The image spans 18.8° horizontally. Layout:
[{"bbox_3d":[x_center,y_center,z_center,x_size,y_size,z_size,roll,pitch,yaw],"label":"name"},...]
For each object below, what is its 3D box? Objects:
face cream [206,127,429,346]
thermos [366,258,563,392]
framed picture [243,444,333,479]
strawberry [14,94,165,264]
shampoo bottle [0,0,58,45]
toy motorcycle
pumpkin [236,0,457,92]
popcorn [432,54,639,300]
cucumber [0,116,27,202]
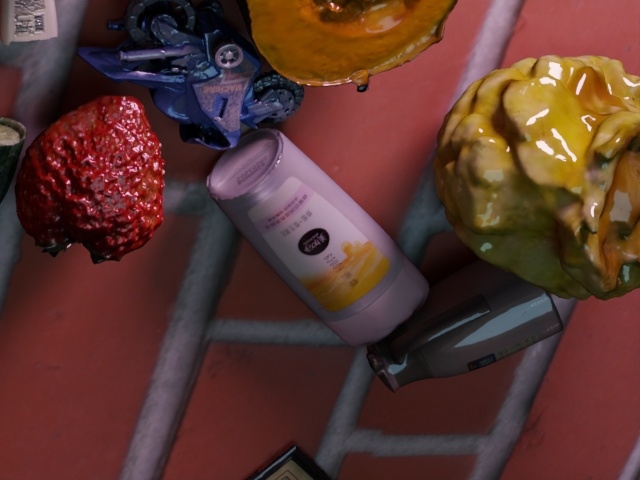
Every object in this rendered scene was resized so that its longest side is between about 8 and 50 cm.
[{"bbox_3d":[0.000,0.000,1.852,0.107,0.073,0.269,-34,133,10],"label":"face cream"},{"bbox_3d":[0.136,0.084,1.951,0.193,0.105,0.137,-26,172,0],"label":"thermos"},{"bbox_3d":[-0.053,0.326,2.102,0.199,0.010,0.195,-39,132,4],"label":"framed picture"},{"bbox_3d":[-0.200,-0.056,1.684,0.131,0.131,0.148,-2,102,-26],"label":"strawberry"},{"bbox_3d":[-0.241,-0.228,1.587,0.049,0.034,0.141,-6,126,-14],"label":"shampoo bottle"},{"bbox_3d":[-0.109,-0.144,1.695,0.114,0.076,0.205,-43,131,16],"label":"toy motorcycle"},{"bbox_3d":[-0.025,-0.223,1.664,0.278,0.111,0.163,3,131,-34],"label":"pumpkin"},{"bbox_3d":[0.241,-0.055,1.831,0.224,0.270,0.258,-58,172,20],"label":"popcorn"},{"bbox_3d":[-0.290,-0.055,1.678,0.048,0.048,0.105,6,120,-30],"label":"cucumber"}]
